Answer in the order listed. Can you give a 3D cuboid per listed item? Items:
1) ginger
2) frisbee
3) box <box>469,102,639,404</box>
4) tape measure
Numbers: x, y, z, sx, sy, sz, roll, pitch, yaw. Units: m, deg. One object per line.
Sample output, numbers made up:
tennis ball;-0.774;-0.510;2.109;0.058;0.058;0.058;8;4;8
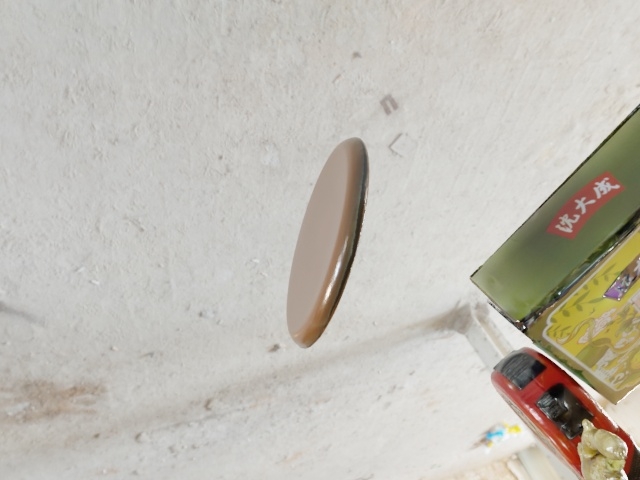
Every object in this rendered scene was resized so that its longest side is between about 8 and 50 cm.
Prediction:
ginger;0.379;0.333;0.564;0.053;0.193;0.176;-5;176;10
frisbee;0.000;0.000;0.528;0.021;0.250;0.250;14;128;-12
box;0.505;0.051;0.734;0.420;0.138;0.373;34;104;-34
tape measure;0.443;0.320;0.837;0.114;0.260;0.253;-40;-179;0
